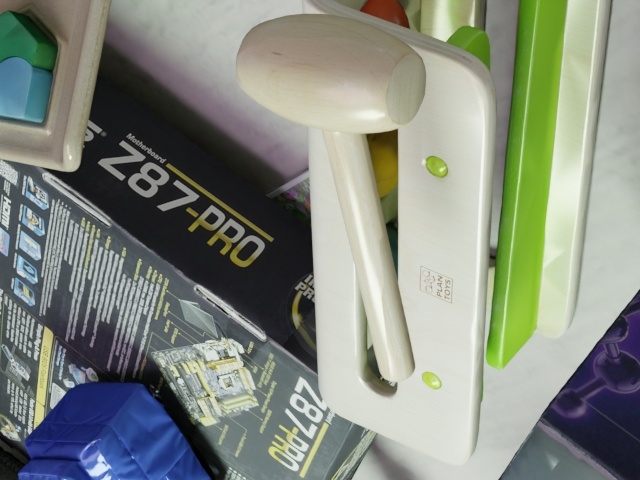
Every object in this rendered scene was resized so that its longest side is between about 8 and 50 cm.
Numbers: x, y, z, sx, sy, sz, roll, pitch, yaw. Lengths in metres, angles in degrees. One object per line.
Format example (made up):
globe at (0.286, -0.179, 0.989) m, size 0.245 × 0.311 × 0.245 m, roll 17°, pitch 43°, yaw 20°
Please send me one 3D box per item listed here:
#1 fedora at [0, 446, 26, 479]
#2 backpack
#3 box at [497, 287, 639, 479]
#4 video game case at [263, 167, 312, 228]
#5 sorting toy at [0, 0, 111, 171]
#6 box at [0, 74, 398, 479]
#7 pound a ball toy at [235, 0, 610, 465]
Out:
fedora at (-0.267, 0.297, 1.362) m, size 0.334 × 0.152 × 0.334 m, roll 36°, pitch 160°, yaw 15°
backpack at (-0.131, 0.164, 1.046) m, size 0.098 × 0.101 × 0.120 m, roll -1°, pitch 132°, yaw 52°
box at (0.194, 0.090, 0.740) m, size 0.153 × 0.207 × 0.108 m, roll 36°, pitch 143°, yaw 12°
video game case at (0.000, 0.000, 1.004) m, size 0.087 × 0.011 × 0.122 m, roll 51°, pitch 144°, yaw -9°
sorting toy at (-0.197, -0.148, 0.933) m, size 0.208 × 0.038 × 0.193 m, roll 12°, pitch 91°, yaw 39°
box at (-0.118, 0.086, 1.119) m, size 0.318 × 0.097 × 0.395 m, roll 37°, pitch 146°, yaw 12°
pound a ball toy at (0.031, -0.025, 0.784) m, size 0.135 × 0.208 × 0.319 m, roll 23°, pitch 140°, yaw 26°
